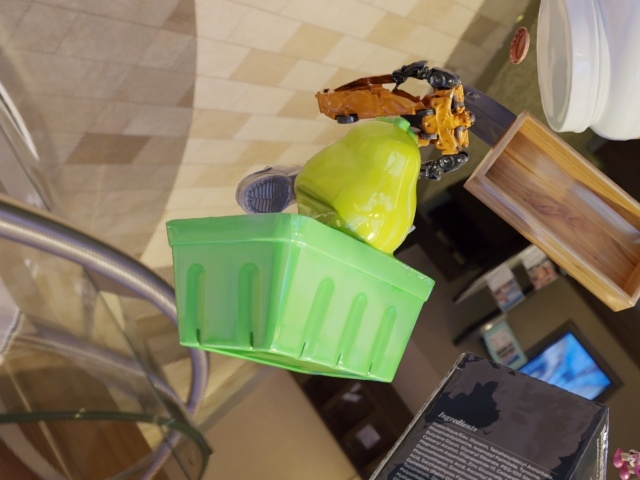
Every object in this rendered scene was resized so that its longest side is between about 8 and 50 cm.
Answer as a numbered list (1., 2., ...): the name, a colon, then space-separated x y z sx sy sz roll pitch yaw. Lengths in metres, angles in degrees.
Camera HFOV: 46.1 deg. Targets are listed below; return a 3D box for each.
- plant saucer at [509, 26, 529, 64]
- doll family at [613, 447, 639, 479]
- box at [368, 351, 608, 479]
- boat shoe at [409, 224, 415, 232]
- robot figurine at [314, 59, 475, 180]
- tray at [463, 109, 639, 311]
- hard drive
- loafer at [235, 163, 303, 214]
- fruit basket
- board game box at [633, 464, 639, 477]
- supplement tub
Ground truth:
1. plant saucer: 0.458 -0.445 1.724 0.013 0.083 0.083 8 150 -10
2. doll family: 0.641 0.436 1.305 0.118 0.263 0.163 -38 -165 -32
3. box: 0.284 0.554 1.351 0.472 0.297 0.480 -46 138 -33
4. boat shoe: 0.106 -0.020 1.633 0.228 0.068 0.081 -17 -172 47
5. robot figurine: 0.137 -0.213 1.345 0.291 0.211 0.085 1 -158 29
6. tray: 0.519 -0.062 1.567 0.203 0.411 0.076 -51 180 -21
7. hard drive: 0.429 -0.268 1.809 0.054 0.255 0.172 -46 156 -3
8. loafer: -0.112 -0.117 1.696 0.268 0.092 0.102 -19 120 -56
9. fruit basket: 0.000 0.000 1.073 0.283 0.392 0.392 -2 -173 37
10. board game box: 0.536 0.531 0.945 0.050 0.390 0.390 -8 -162 -22
11. supplement tub: 0.451 -0.246 0.947 0.316 0.228 0.228 -5 164 4
